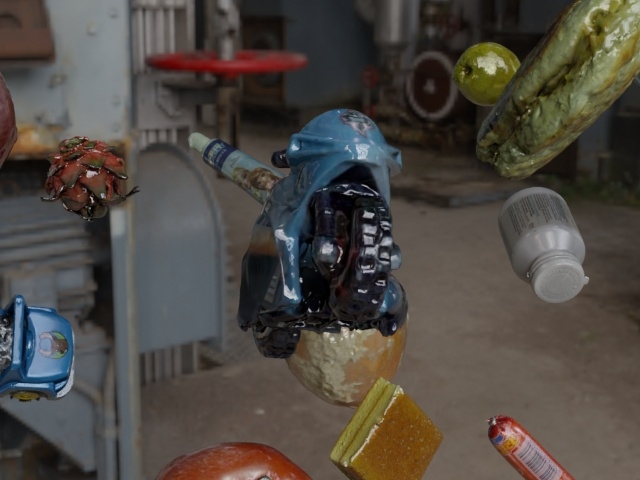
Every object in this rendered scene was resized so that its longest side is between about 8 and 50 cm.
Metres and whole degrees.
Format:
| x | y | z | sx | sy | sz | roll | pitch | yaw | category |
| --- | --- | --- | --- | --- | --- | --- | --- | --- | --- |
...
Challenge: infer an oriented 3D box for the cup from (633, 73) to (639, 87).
| x | y | z | sx | sy | sz | roll | pitch | yaw | category |
| --- | --- | --- | --- | --- | --- | --- | --- | --- | --- |
| 0.495 | -0.313 | 1.593 | 0.199 | 0.199 | 0.150 | -2 | 14 | -12 | cup |

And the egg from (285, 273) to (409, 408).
| x | y | z | sx | sy | sz | roll | pitch | yaw | category |
| --- | --- | --- | --- | --- | --- | --- | --- | --- | --- |
| 0.031 | 0.124 | 1.547 | 0.195 | 0.233 | 0.195 | -17 | 6 | 2 | egg |

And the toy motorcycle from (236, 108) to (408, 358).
| x | y | z | sx | sy | sz | roll | pitch | yaw | category |
| --- | --- | --- | --- | --- | --- | --- | --- | --- | --- |
| 0.000 | 0.000 | 1.218 | 0.172 | 0.232 | 0.416 | 5 | -16 | -15 | toy motorcycle |

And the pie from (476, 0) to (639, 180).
| x | y | z | sx | sy | sz | roll | pitch | yaw | category |
| --- | --- | --- | --- | --- | --- | --- | --- | --- | --- |
| 0.222 | -0.145 | 0.971 | 0.090 | 0.248 | 0.201 | 44 | 51 | 9 | pie |

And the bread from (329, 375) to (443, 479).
| x | y | z | sx | sy | sz | roll | pitch | yaw | category |
| --- | --- | --- | --- | --- | --- | --- | --- | --- | --- |
| 0.061 | 0.186 | 0.977 | 0.035 | 0.094 | 0.090 | 15 | 64 | 47 | bread |

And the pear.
| x | y | z | sx | sy | sz | roll | pitch | yaw | category |
| --- | --- | --- | --- | --- | --- | --- | --- | --- | --- |
| 0.285 | -0.281 | 1.834 | 0.131 | 0.107 | 0.107 | -3 | 13 | -36 | pear |

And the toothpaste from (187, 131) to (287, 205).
| x | y | z | sx | sy | sz | roll | pitch | yaw | category |
| --- | --- | --- | --- | --- | --- | --- | --- | --- | --- |
| -0.099 | -0.092 | 1.493 | 0.216 | 0.062 | 0.037 | 34 | 3 | 24 | toothpaste |

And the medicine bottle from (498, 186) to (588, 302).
| x | y | z | sx | sy | sz | roll | pitch | yaw | category |
| --- | --- | --- | --- | --- | --- | --- | --- | --- | --- |
| 0.406 | 0.011 | 1.964 | 0.135 | 0.135 | 0.215 | -1 | 37 | -6 | medicine bottle |

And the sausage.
| x | y | z | sx | sy | sz | roll | pitch | yaw | category |
| --- | --- | --- | --- | --- | --- | --- | --- | --- | --- |
| 0.193 | 0.202 | 0.976 | 0.034 | 0.129 | 0.034 | -43 | 13 | 12 | sausage |

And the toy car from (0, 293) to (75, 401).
| x | y | z | sx | sy | sz | roll | pitch | yaw | category |
| --- | --- | --- | --- | --- | --- | --- | --- | --- | --- |
| -0.353 | 0.112 | 1.164 | 0.191 | 0.097 | 0.100 | 7 | -27 | -24 | toy car |

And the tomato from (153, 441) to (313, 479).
| x | y | z | sx | sy | sz | roll | pitch | yaw | category |
| --- | --- | --- | --- | --- | --- | --- | --- | --- | --- |
| -0.124 | 0.470 | 1.580 | 0.341 | 0.273 | 0.341 | 10 | 54 | -15 | tomato |

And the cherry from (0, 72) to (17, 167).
| x | y | z | sx | sy | sz | roll | pitch | yaw | category |
| --- | --- | --- | --- | --- | --- | --- | --- | --- | --- |
| -0.355 | -0.124 | 0.813 | 0.239 | 0.239 | 0.206 | -8 | 26 | -34 | cherry |

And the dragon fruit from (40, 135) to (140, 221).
| x | y | z | sx | sy | sz | roll | pitch | yaw | category |
| --- | --- | --- | --- | --- | --- | --- | --- | --- | --- |
| -0.354 | -0.096 | 1.652 | 0.130 | 0.142 | 0.121 | -27 | -39 | 27 | dragon fruit |
